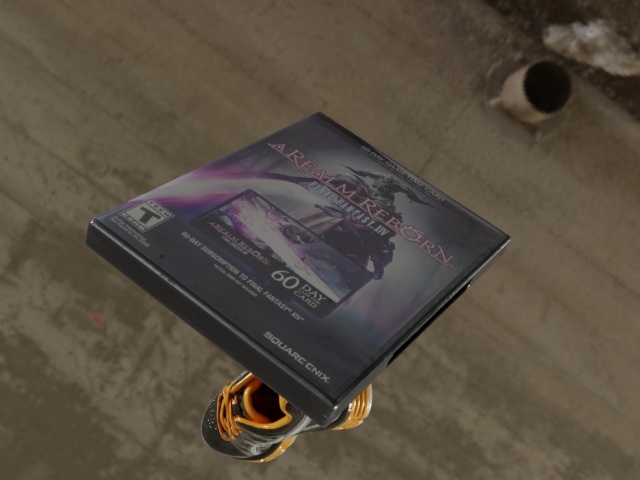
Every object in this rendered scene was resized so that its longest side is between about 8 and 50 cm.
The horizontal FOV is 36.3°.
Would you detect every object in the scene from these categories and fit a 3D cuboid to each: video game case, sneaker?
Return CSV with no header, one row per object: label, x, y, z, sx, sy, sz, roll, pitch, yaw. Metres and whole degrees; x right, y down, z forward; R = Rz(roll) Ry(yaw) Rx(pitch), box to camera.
video game case,0.000,0.000,0.692,0.196,0.274,0.026,35,127,16
sneaker,-0.051,0.141,0.844,0.083,0.084,0.215,4,156,-38
